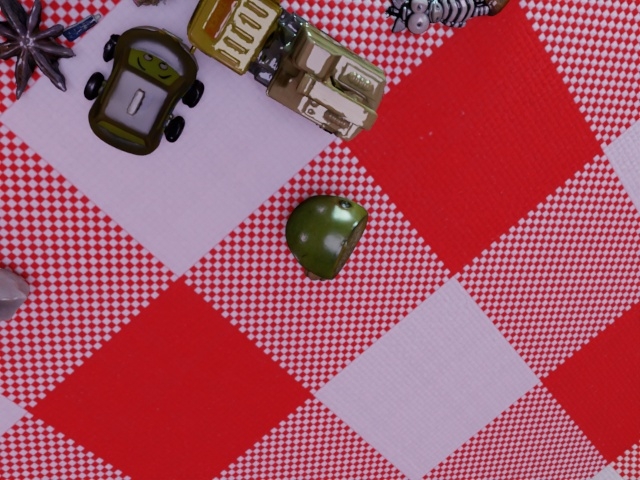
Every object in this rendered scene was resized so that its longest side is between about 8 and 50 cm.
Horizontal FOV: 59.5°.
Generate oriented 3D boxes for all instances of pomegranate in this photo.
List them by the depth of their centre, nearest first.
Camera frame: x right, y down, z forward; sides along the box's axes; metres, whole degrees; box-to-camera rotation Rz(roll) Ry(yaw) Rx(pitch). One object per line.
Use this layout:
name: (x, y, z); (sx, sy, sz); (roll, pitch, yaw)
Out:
pomegranate: (0.007, -0.013, 1.291); (0.159, 0.241, 0.189); (28, 79, 13)

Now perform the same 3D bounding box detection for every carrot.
carrot: (0.409, -0.560, 1.220); (0.055, 0.055, 0.161); (41, 90, -24)

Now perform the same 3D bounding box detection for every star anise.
star anise: (-0.558, -0.366, 1.056); (0.180, 0.061, 0.204); (-46, 114, 7)

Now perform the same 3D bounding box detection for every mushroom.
mushroom: (-0.749, 0.070, 1.164); (0.270, 0.103, 0.118); (37, 99, -18)

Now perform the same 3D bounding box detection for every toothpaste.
toothpaste: (-0.462, -0.415, 1.085); (0.083, 0.019, 0.027); (-30, 132, 4)

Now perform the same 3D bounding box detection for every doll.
doll: (0.247, -0.490, 1.188); (0.220, 0.067, 0.091); (-6, 129, 4)

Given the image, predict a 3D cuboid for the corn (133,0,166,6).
corn: (-0.325, -0.596, 0.993); (0.127, 0.126, 0.335); (-6, 114, -11)

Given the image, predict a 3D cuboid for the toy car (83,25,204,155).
toy car: (-0.338, -0.280, 1.067); (0.204, 0.198, 0.247); (27, 102, -21)

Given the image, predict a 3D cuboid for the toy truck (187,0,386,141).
toy truck: (-0.056, -0.348, 1.087); (0.405, 0.254, 0.180); (30, 106, -19)
